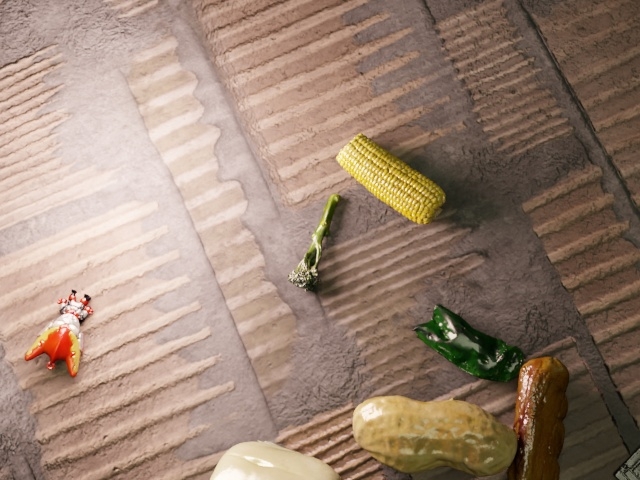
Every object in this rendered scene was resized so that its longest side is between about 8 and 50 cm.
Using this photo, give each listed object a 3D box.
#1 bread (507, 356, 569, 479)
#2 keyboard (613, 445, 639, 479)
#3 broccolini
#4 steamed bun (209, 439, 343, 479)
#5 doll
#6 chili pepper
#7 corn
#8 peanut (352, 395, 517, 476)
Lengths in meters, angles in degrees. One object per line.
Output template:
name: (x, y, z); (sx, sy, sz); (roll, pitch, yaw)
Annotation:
bread: (0.408, 0.392, 1.754); (0.124, 0.084, 0.344); (14, 81, -34)
keyboard: (0.657, 0.401, 1.777); (0.204, 0.013, 0.061); (-44, 78, -7)
broccolini: (-0.002, -0.001, 1.892); (0.067, 0.058, 0.216); (20, 79, 11)
steamed bun: (-0.092, 0.496, 1.708); (0.290, 0.273, 0.272); (6, 62, 2)
doll: (-0.524, 0.186, 1.888); (0.109, 0.057, 0.169); (21, 64, -8)
chili pepper: (0.292, 0.208, 1.823); (0.224, 0.061, 0.098); (26, 87, 7)
corn: (0.144, -0.125, 1.893); (0.244, 0.093, 0.093); (36, 82, 13)
peanut: (0.212, 0.369, 1.738); (0.313, 0.149, 0.149); (2, 77, 11)
